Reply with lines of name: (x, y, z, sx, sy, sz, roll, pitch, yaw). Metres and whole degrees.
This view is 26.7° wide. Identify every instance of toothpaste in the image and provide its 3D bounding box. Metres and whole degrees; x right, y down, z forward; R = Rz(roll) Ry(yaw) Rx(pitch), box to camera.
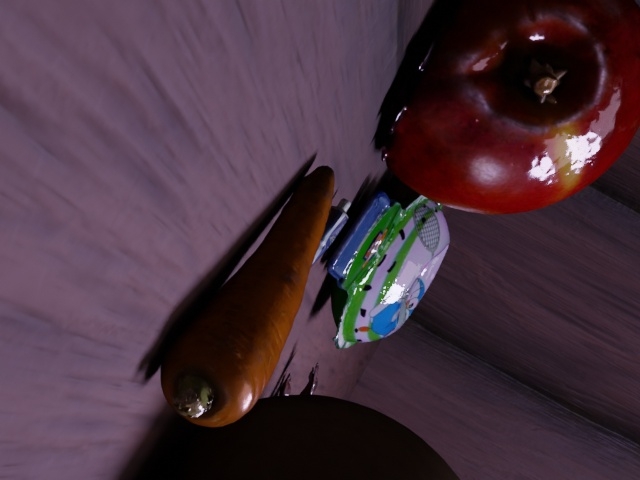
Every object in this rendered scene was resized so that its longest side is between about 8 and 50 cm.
toothpaste: (0.000, 0.000, 1.127, 0.083, 0.019, 0.027, -56, -171, -13)

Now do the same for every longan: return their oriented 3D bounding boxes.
longan: (-0.016, 0.269, 1.032, 0.319, 0.319, 0.319, -60, 173, -12)

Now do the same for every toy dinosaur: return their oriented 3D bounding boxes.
toy dinosaur: (-0.049, 0.198, 1.509, 0.220, 0.032, 0.108, -53, -176, 43)

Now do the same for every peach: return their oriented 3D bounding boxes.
peach: (0.193, -0.129, 1.258, 0.257, 0.201, 0.361, -62, 174, -5)

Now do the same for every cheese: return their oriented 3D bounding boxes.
cheese: (0.066, 0.024, 1.424, 0.204, 0.083, 0.320, -56, 164, -3)

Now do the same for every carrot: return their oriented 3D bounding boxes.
carrot: (-0.036, 0.031, 0.855, 0.256, 0.061, 0.061, -60, 175, -51)

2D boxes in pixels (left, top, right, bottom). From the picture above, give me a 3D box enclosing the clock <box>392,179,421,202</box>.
clock: (0.140, -0.096, 1.613, 0.237, 0.057, 0.237, -58, 174, -10)
